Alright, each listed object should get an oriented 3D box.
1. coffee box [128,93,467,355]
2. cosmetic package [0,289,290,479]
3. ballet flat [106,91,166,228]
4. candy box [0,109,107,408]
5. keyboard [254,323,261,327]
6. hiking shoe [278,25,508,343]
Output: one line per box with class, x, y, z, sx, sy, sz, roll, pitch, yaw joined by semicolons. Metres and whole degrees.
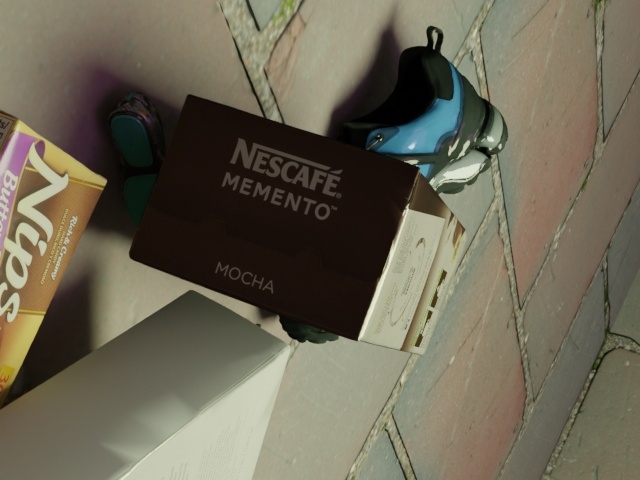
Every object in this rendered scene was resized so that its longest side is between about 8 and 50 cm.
coffee box;0.000;0.000;0.944;0.297;0.168;0.119;29;81;-77
cosmetic package;-0.171;0.252;0.858;0.284;0.097;0.377;-36;148;-55
ballet flat;-0.118;-0.055;0.871;0.041;0.041;0.114;-52;152;-35
candy box;-0.202;0.024;0.729;0.187;0.053;0.109;-65;157;-8
keyboard;-0.104;0.127;1.058;0.180;0.023;0.108;-4;105;-64
hiking shoe;0.042;-0.046;1.175;0.132;0.113;0.304;48;66;-30
